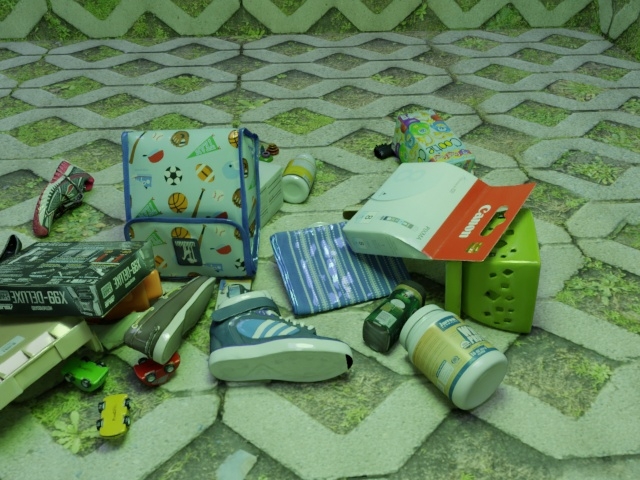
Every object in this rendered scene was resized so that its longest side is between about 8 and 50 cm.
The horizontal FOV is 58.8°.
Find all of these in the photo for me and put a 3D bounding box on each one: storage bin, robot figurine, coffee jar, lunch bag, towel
[{"bbox_3d":[-0.639,0.245,1.175,0.261,0.123,0.262,10,38,35],"label":"storage bin"},{"bbox_3d":[-0.500,0.127,1.378,0.220,0.128,0.158,-14,39,-17],"label":"robot figurine"},{"bbox_3d":[0.178,0.175,1.346,0.079,0.096,0.184,27,44,27],"label":"coffee jar"},{"bbox_3d":[-0.326,-0.091,1.478,0.328,0.385,0.239,0,5,6],"label":"lunch bag"},{"bbox_3d":[0.055,0.054,1.481,0.336,0.040,0.243,-11,62,-17],"label":"towel"}]

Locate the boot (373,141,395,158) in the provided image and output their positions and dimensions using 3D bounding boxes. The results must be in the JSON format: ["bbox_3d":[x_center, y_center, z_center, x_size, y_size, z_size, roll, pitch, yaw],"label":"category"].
[{"bbox_3d":[0.256,-0.317,2.038,0.099,0.045,0.121,-18,38,-21],"label":"boot"}]

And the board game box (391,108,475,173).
[{"bbox_3d":[0.366,-0.291,1.886,0.142,0.144,0.275,-14,50,-17],"label":"board game box"}]

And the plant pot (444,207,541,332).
[{"bbox_3d":[0.409,0.069,1.389,0.207,0.228,0.227,0,37,13],"label":"plant pot"}]

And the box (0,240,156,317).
[{"bbox_3d":[-0.558,0.076,1.244,0.308,0.076,0.242,-1,21,11],"label":"box"}]

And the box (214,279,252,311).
[{"bbox_3d":[-0.219,0.152,1.431,0.081,0.028,0.136,0,35,-1],"label":"box"}]

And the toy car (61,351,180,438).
[{"bbox_3d":[-0.444,0.305,1.207,0.225,0.053,0.239,13,38,17],"label":"toy car"}]

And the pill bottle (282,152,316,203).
[{"bbox_3d":[-0.070,-0.208,1.844,0.103,0.103,0.184,7,37,9],"label":"pill bottle"}]

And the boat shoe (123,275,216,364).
[{"bbox_3d":[-0.333,0.160,1.304,0.097,0.116,0.324,20,26,3],"label":"boat shoe"}]

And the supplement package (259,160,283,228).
[{"bbox_3d":[-0.274,-0.148,1.728,0.262,0.145,0.204,16,40,18],"label":"supplement package"}]

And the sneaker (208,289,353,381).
[{"bbox_3d":[-0.091,0.192,1.289,0.323,0.130,0.236,-4,43,4],"label":"sneaker"}]

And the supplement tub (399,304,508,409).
[{"bbox_3d":[0.280,0.244,1.214,0.144,0.144,0.200,-22,43,-27],"label":"supplement tub"}]

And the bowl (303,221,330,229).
[{"bbox_3d":[0.000,0.000,1.589,0.170,0.080,0.170,-1,37,0],"label":"bowl"}]

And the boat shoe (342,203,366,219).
[{"bbox_3d":[0.136,-0.090,1.732,0.136,0.050,0.045,6,43,7],"label":"boat shoe"}]

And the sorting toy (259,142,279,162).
[{"bbox_3d":[-0.190,-0.322,2.044,0.061,0.042,0.102,14,39,17],"label":"sorting toy"}]

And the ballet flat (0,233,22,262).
[{"bbox_3d":[-0.857,0.049,1.545,0.058,0.049,0.173,-7,38,-8],"label":"ballet flat"}]

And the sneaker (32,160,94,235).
[{"bbox_3d":[-0.787,-0.129,1.735,0.112,0.121,0.299,25,42,-18],"label":"sneaker"}]

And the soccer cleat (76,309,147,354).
[{"bbox_3d":[-0.470,0.218,1.317,0.196,0.068,0.076,-12,43,-5],"label":"soccer cleat"}]

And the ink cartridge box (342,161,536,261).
[{"bbox_3d":[0.287,-0.083,1.410,0.385,0.091,0.308,3,41,47],"label":"ink cartridge box"}]
